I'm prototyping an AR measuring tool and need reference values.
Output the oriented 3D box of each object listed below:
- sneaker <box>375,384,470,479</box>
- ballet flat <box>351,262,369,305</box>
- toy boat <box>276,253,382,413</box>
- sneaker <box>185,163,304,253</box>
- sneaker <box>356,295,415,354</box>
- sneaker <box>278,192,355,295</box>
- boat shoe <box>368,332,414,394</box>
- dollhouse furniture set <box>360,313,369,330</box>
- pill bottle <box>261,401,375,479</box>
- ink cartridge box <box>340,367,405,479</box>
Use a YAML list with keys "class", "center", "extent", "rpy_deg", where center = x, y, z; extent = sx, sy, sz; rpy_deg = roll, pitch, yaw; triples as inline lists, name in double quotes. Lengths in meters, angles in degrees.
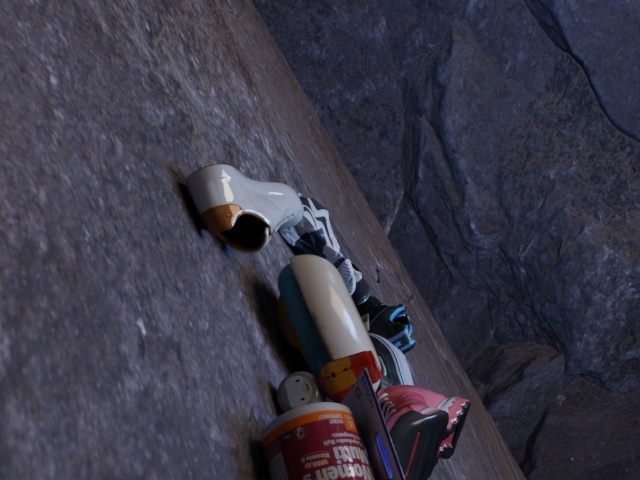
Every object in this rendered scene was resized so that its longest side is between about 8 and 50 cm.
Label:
- class: "sneaker"
  center: [0.119, 0.274, 1.251]
  extent: [0.314, 0.136, 0.115]
  rpy_deg: [14, 94, -69]
- class: "ballet flat"
  center: [0.067, 0.091, 1.939]
  extent: [0.074, 0.074, 0.203]
  rpy_deg: [61, 5, -11]
- class: "toy boat"
  center: [-0.001, 0.164, 1.305]
  extent: [0.318, 0.148, 0.267]
  rpy_deg: [-107, 173, -74]
- class: "sneaker"
  center: [-0.106, -0.027, 1.338]
  extent: [0.290, 0.106, 0.123]
  rpy_deg: [13, 54, -62]
- class: "sneaker"
  center: [0.136, 0.193, 1.829]
  extent: [0.125, 0.140, 0.341]
  rpy_deg: [58, 10, -12]
- class: "sneaker"
  center: [0.000, 0.000, 1.760]
  extent: [0.235, 0.094, 0.153]
  rpy_deg: [48, 24, -21]
- class: "boat shoe"
  center: [0.090, 0.251, 1.501]
  extent: [0.119, 0.121, 0.335]
  rpy_deg: [29, 12, -26]
- class: "dollhouse furniture set"
  center: [0.024, 0.136, 1.509]
  extent: [0.081, 0.114, 0.091]
  rpy_deg: [55, 15, -17]
- class: "pill bottle"
  center: [0.012, 0.311, 0.994]
  extent: [0.121, 0.121, 0.221]
  rpy_deg: [49, 17, -53]
- class: "ink cartridge box"
  center: [0.064, 0.308, 1.080]
  extent: [0.224, 0.045, 0.223]
  rpy_deg: [-61, -142, 45]
